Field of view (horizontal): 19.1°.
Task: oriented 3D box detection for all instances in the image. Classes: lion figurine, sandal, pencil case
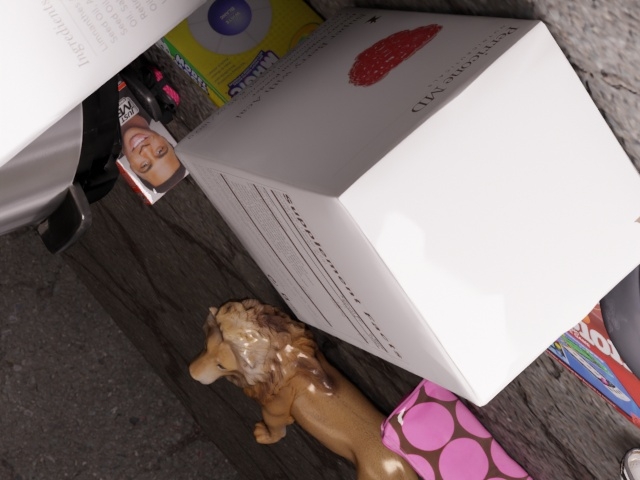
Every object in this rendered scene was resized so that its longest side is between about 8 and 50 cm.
[{"bbox_3d":[0.020,0.221,2.312,0.392,0.142,0.240,32,156,10],"label":"lion figurine"},{"bbox_3d":[-0.176,-0.160,2.033,0.067,0.040,0.179,54,-178,1],"label":"sandal"},{"bbox_3d":[0.150,0.242,1.955,0.209,0.098,0.095,47,167,13],"label":"pencil case"}]

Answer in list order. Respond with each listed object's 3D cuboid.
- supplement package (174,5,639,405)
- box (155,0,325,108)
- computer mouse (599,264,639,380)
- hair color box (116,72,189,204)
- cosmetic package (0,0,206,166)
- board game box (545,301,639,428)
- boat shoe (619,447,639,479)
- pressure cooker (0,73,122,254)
[{"bbox_3d":[0.060,-0.037,1.279,0.175,0.177,0.293,55,165,-21],"label":"supplement package"},{"bbox_3d":[-0.064,-0.162,1.490,0.179,0.105,0.043,46,167,12],"label":"box"},{"bbox_3d":[0.274,0.107,1.246,0.262,0.060,0.184,53,167,-16],"label":"computer mouse"},{"bbox_3d":[-0.216,-0.117,2.193,0.141,0.072,0.043,51,167,-13],"label":"hair color box"},{"bbox_3d":[-0.255,-0.176,1.304,0.230,0.453,0.161,31,158,52],"label":"cosmetic package"},{"bbox_3d":[0.177,0.046,1.469,0.281,0.027,0.145,40,163,34],"label":"board game box"},{"bbox_3d":[0.291,0.219,1.550,0.125,0.046,0.038,53,174,23],"label":"boat shoe"},{"bbox_3d":[-0.419,-0.170,2.005,0.376,0.420,0.369,21,121,40],"label":"pressure cooker"}]
